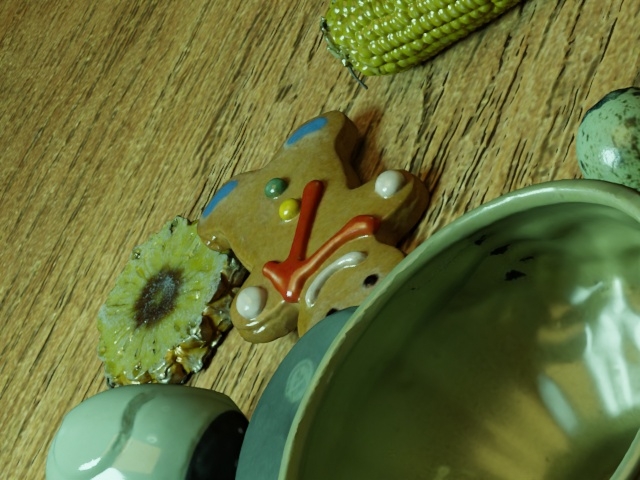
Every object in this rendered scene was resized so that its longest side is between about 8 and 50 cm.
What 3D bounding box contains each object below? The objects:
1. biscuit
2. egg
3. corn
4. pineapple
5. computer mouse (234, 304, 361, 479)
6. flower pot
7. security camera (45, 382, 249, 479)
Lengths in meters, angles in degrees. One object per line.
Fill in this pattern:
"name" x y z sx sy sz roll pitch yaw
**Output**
"biscuit" -0.002 -0.001 1.424 0.205 0.049 0.324 -38 38 8
"egg" 0.224 -0.068 1.168 0.085 0.085 0.110 -42 26 19
"corn" 0.131 -0.238 1.457 0.305 0.106 0.106 -25 40 35
"pineapple" -0.150 0.066 1.586 0.221 0.047 0.221 -34 36 29
"computer mouse" 0.019 0.214 1.120 0.188 0.122 0.370 -41 28 42
"flower pot" 0.153 0.139 0.901 0.307 0.244 0.307 -33 35 27
"security camera" -0.148 0.237 1.273 0.191 0.197 0.277 6 56 25
